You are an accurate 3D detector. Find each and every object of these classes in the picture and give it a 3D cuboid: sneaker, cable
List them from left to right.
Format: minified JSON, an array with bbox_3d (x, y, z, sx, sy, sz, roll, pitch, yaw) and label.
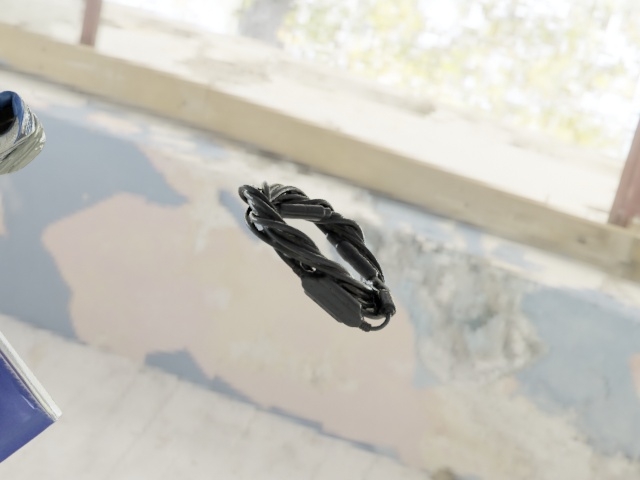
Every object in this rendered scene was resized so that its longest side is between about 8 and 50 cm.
[{"bbox_3d":[-0.254,-0.057,1.006,0.052,0.058,0.135,25,-120,19],"label":"sneaker"},{"bbox_3d":[0.000,0.000,1.313,0.184,0.047,0.150,40,-155,-14],"label":"cable"}]

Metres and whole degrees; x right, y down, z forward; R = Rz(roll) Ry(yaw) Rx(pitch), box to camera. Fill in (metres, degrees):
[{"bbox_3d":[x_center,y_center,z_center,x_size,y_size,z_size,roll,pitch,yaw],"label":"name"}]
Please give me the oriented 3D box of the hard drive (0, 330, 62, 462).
[{"bbox_3d":[-0.382,0.143,1.041,0.210,0.319,0.040,53,-178,-3],"label":"hard drive"}]
